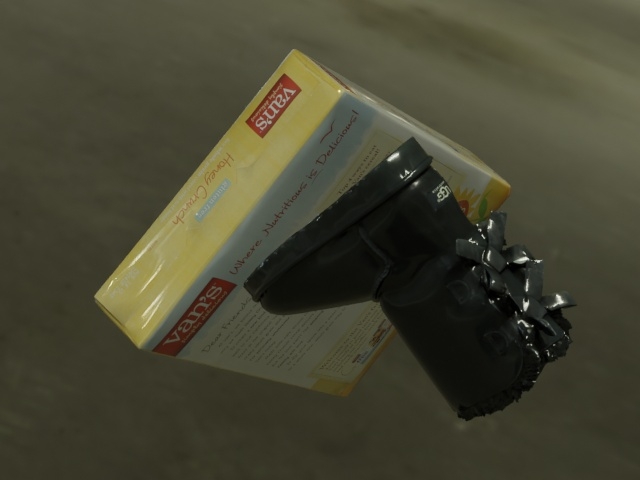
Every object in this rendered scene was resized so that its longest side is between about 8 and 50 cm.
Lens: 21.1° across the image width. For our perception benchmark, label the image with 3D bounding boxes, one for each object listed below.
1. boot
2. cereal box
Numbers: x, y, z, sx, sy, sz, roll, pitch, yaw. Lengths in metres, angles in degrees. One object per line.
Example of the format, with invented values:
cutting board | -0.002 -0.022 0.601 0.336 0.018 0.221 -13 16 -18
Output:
boot | 0.033 0.026 0.655 0.099 0.121 0.045 51 46 0
cereal box | 0.000 0.000 0.972 0.047 0.173 0.240 44 10 28
